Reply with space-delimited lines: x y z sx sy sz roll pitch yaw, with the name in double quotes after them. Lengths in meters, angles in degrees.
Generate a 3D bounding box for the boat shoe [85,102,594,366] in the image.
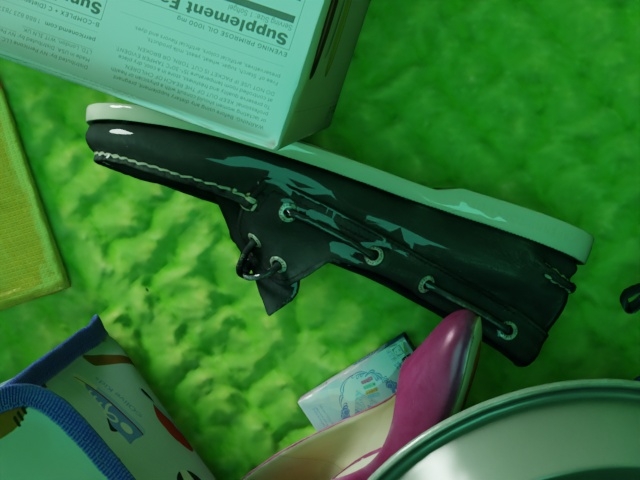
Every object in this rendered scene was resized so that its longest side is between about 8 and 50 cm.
0.000 0.000 0.889 0.340 0.127 0.113 16 88 -6 "boat shoe"

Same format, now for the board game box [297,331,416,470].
0.046 0.125 0.953 0.090 0.020 0.090 -33 93 10 "board game box"

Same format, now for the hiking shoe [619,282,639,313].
0.359 0.031 0.879 0.304 0.113 0.132 19 130 -3 "hiking shoe"

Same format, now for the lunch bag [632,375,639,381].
0.220 0.185 0.906 0.129 0.096 0.151 -44 118 10 "lunch bag"

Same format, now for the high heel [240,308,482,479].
0.022 0.119 0.884 0.117 0.082 0.244 25 134 6 "high heel"

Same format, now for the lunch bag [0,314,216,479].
-0.151 0.249 0.809 0.239 0.385 0.328 -37 92 10 "lunch bag"

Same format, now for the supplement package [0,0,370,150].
-0.079 -0.158 0.806 0.204 0.262 0.145 19 100 3 "supplement package"

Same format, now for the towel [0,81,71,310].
-0.261 -0.063 0.962 0.102 0.021 0.237 -17 96 9 "towel"

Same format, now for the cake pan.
0.146 0.214 0.819 0.293 0.054 0.293 -5 123 -7 "cake pan"
